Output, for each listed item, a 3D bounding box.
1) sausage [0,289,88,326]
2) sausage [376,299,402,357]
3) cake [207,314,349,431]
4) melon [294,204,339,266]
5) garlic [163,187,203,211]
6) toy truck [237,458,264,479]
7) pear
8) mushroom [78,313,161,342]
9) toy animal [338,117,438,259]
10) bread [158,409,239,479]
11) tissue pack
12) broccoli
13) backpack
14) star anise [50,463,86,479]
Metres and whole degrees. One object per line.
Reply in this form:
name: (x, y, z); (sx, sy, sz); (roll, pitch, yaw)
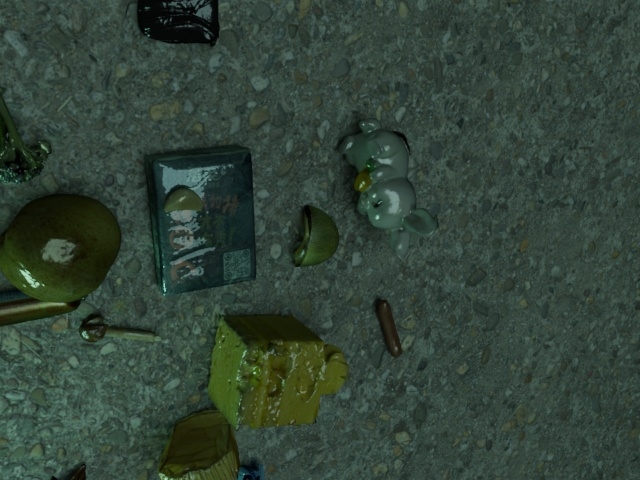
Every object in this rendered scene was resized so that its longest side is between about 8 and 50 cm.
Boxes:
sausage: (-0.667, 0.141, 1.422); (0.372, 0.082, 0.082); (-10, 110, -26)
sausage: (0.189, 0.241, 1.918); (0.043, 0.043, 0.186); (-26, 116, -19)
cake: (-0.098, 0.313, 1.682); (0.286, 0.227, 0.222); (4, 103, -29)
melon: (0.000, 0.000, 1.724); (0.128, 0.079, 0.160); (4, 103, -27)
garlic: (-0.285, -0.083, 1.456); (0.083, 0.041, 0.053); (1, 111, -31)
toy truck: (-0.186, 0.651, 1.841); (0.074, 0.063, 0.136); (-19, 118, -43)
pear: (-0.525, 0.009, 1.386); (0.211, 0.188, 0.228); (26, 88, -39)
mushroom: (-0.450, 0.203, 1.567); (0.187, 0.060, 0.061); (11, 93, -35)
toy animal: (0.166, -0.128, 1.689); (0.154, 0.208, 0.325); (-24, 75, -36)
bread: (-0.280, 0.521, 1.639); (0.179, 0.250, 0.133); (-18, 111, 0)
tissue pack: (-0.261, -0.046, 1.560); (0.228, 0.103, 0.315); (-9, 110, -26)
broccoli: (-0.609, -0.207, 1.342); (0.123, 0.118, 0.203); (-12, 96, 7)
backpack: (-0.288, -0.461, 1.420); (0.165, 0.106, 0.119); (3, 102, -6)
star anise: (-0.586, 0.619, 1.629); (0.158, 0.144, 0.140); (-36, 74, -21)
